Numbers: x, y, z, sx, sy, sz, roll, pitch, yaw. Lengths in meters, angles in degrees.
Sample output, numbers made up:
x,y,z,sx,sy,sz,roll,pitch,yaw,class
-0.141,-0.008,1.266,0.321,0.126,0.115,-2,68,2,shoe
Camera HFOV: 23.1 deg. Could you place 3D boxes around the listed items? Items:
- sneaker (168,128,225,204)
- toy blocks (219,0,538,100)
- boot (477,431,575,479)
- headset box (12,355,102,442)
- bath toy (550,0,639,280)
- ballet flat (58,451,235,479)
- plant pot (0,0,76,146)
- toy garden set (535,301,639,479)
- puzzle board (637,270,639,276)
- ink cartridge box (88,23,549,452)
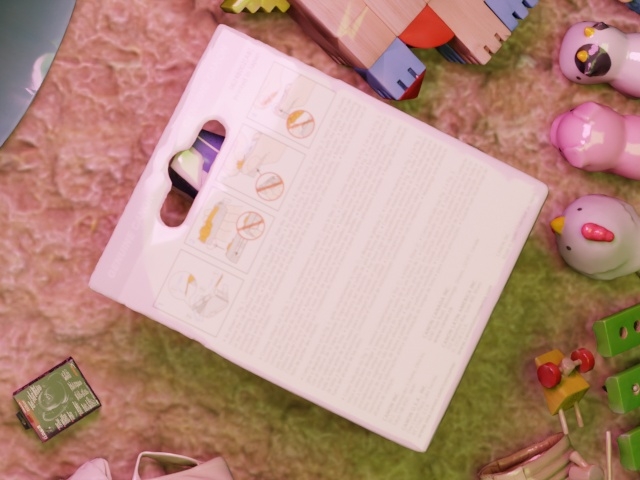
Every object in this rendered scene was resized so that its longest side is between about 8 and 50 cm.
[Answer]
x,y,z,sx,sy,sz,roll,pitch,yaw,class
-0.010,-0.072,1.702,0.315,0.127,0.182,29,82,-18,sneaker
0.118,-0.302,1.700,0.261,0.190,0.381,44,83,-21,toy blocks
0.216,0.357,1.763,0.262,0.095,0.203,-30,99,-16,boot
-0.287,0.174,1.689,0.083,0.032,0.062,-33,97,-8,headset box
0.327,-0.130,1.759,0.151,0.129,0.348,10,89,22,bath toy
-0.212,0.271,1.693,0.248,0.086,0.086,-3,92,-13,ballet flat
-0.400,-0.240,1.534,0.235,0.293,0.293,25,87,4,plant pot
0.333,0.207,1.784,0.203,0.049,0.244,-18,99,-38,toy garden set
0.433,0.044,1.844,0.096,0.011,0.128,-37,99,-9,puzzle board
0.000,0.000,1.619,0.385,0.091,0.308,26,86,-3,ink cartridge box
